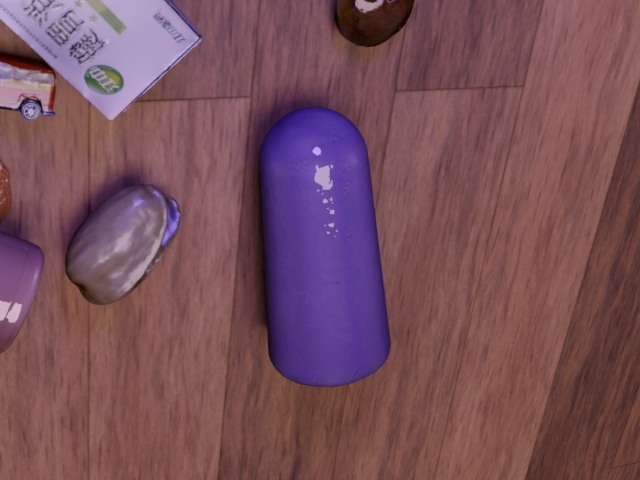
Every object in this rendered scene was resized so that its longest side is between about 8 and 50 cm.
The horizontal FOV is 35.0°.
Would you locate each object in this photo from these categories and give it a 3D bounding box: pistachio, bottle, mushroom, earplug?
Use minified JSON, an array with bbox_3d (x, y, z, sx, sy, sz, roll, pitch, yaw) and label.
[{"bbox_3d":[-0.303,0.005,1.553,0.206,0.131,0.129,-45,170,6],"label":"pistachio"},{"bbox_3d":[-0.551,0.021,1.425,0.296,0.173,0.206,23,91,-22],"label":"bottle"},{"bbox_3d":[0.080,-0.368,1.525,0.135,0.080,0.171,-36,132,-13],"label":"mushroom"},{"bbox_3d":[0.000,0.000,1.654,0.215,0.215,0.456,-14,121,-16],"label":"earplug"}]

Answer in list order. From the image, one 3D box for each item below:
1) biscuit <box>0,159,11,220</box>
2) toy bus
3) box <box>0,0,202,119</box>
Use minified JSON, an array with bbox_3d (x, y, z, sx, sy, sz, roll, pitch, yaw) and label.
[{"bbox_3d":[-0.502,-0.075,1.477,0.102,0.019,0.130,-16,125,-17],"label":"biscuit"},{"bbox_3d":[-0.448,-0.217,1.380,0.174,0.079,0.077,7,108,-28],"label":"toy bus"},{"bbox_3d":[-0.332,-0.335,1.312,0.173,0.145,0.333,-42,129,3],"label":"box"}]
